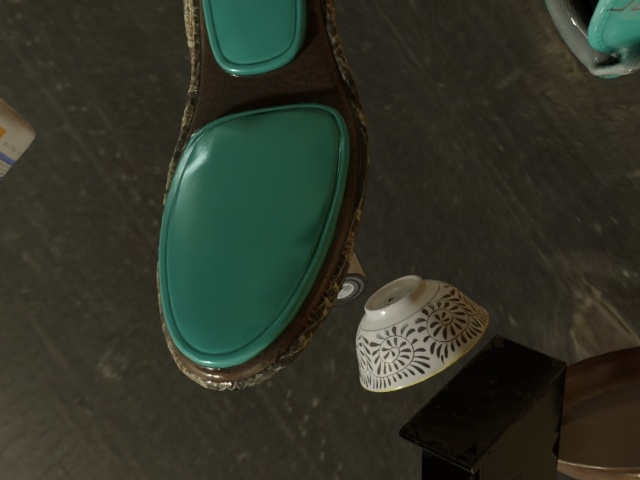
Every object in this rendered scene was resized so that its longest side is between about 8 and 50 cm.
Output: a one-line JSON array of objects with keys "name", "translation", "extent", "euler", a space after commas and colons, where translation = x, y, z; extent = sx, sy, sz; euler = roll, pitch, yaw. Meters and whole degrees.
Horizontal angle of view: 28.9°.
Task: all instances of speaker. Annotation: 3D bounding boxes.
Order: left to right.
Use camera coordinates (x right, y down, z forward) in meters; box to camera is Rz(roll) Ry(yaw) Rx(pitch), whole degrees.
[{"name": "speaker", "translation": [0.000, 0.000, 1.272], "extent": [0.055, 0.055, 0.136], "euler": [-30, 53, 9]}]

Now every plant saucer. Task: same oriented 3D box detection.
[{"name": "plant saucer", "translation": [0.370, 0.197, 1.383], "extent": [0.310, 0.310, 0.050], "euler": [-10, 105, 7]}]

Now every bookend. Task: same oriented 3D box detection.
[{"name": "bookend", "translation": [0.141, 0.193, 1.080], "extent": [0.072, 0.156, 0.157], "euler": [21, 131, 32]}]

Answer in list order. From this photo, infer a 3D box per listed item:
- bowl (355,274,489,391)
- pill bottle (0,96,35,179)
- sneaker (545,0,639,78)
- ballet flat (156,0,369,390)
[{"name": "bowl", "translation": [0.101, 0.093, 1.433], "extent": [0.170, 0.170, 0.080], "euler": [-29, 106, 9]}, {"name": "pill bottle", "translation": [-0.454, -0.064, 1.359], "extent": [0.152, 0.152, 0.272], "euler": [40, 88, 0]}, {"name": "sneaker", "translation": [0.187, -0.112, 0.456], "extent": [0.178, 0.295, 0.124], "euler": [-11, 114, -33]}, {"name": "ballet flat", "translation": [-0.034, -0.096, 1.008], "extent": [0.164, 0.182, 0.483], "euler": [-7, 66, 13]}]
